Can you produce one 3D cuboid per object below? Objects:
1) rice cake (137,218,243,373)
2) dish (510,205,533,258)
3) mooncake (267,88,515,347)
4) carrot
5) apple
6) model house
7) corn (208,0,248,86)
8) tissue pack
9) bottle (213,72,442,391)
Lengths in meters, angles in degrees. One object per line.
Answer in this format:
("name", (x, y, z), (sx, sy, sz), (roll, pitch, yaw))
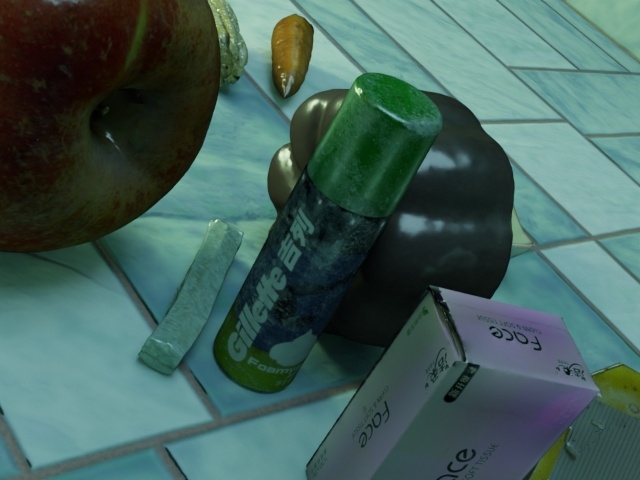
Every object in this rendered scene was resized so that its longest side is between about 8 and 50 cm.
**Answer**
("rice cake", (-0.128, 0.050, 1.038), (0.045, 0.042, 0.245), (29, 31, -7))
("dish", (0.201, -0.049, 1.406), (0.151, 0.077, 0.212), (21, 33, -17))
("mooncake", (0.061, -0.026, 1.079), (0.154, 0.306, 0.306), (2, 41, -29))
("carrot", (-0.048, -0.274, 1.535), (0.072, 0.072, 0.205), (22, 35, -13))
("apple", (-0.273, -0.160, 0.937), (0.277, 0.349, 0.348), (32, 29, 30))
("model house", (0.293, 0.237, 1.033), (0.219, 0.207, 0.136), (23, -4, -9))
("corn", (-0.152, -0.300, 1.475), (0.087, 0.087, 0.211), (18, 30, -19))
("tissue pack", (0.108, 0.166, 0.867), (0.148, 0.246, 0.092), (13, 35, -25))
("bottle", (0.000, 0.000, 0.935), (0.093, 0.330, 0.093), (20, 33, -14))
